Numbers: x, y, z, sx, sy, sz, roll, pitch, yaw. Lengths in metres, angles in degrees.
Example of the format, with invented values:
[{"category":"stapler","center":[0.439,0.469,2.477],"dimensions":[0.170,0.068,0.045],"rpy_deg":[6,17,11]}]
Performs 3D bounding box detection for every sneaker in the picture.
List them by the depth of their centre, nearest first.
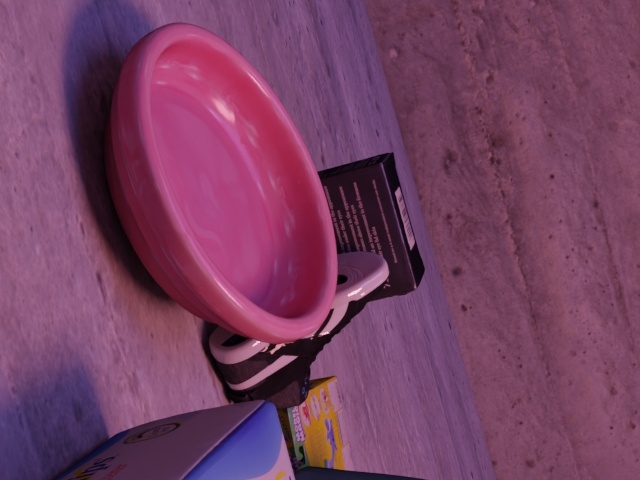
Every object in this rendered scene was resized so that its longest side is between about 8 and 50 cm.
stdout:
[{"category":"sneaker","center":[-0.014,0.105,1.361],"dimensions":[0.079,0.217,0.121],"rpy_deg":[38,-30,50]}]

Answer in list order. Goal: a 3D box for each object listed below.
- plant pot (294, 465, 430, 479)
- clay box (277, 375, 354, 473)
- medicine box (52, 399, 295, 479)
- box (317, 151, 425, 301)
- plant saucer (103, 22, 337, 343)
[{"category":"plant pot","center":[0.097,0.378,1.291],"dimensions":[0.293,0.235,0.292],"rpy_deg":[-5,90,-70]},{"category":"clay box","center":[-0.017,0.237,1.466],"dimensions":[0.222,0.053,0.127],"rpy_deg":[-4,83,-75]},{"category":"medicine box","center":[-0.097,0.293,0.898],"dimensions":[0.263,0.149,0.289],"rpy_deg":[-31,107,-76]},{"category":"box","center":[0.000,0.000,1.443],"dimensions":[0.108,0.207,0.153],"rpy_deg":[-49,125,-76]},{"category":"plant saucer","center":[-0.103,-0.049,1.236],"dimensions":[0.332,0.084,0.332],"rpy_deg":[46,31,-39]}]
